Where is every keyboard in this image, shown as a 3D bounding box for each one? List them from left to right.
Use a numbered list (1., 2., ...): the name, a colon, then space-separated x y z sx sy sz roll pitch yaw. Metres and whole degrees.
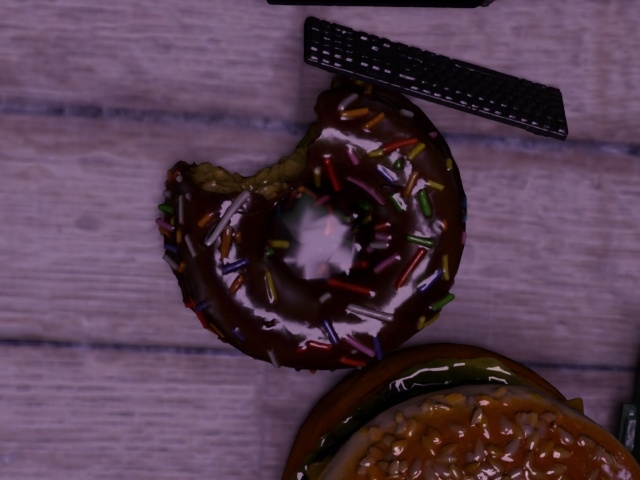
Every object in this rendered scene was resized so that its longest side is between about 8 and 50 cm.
1. keyboard: 0.085 -0.120 1.311 0.204 0.061 0.013 16 126 -11

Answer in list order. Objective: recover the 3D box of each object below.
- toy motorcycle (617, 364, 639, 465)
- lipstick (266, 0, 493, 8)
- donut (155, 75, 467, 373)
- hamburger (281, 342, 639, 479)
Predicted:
1. toy motorcycle: 0.401 0.173 1.346 0.326 0.200 0.191 4 100 -7
2. lipstick: 0.166 -0.209 1.296 0.418 0.077 0.077 -2 102 -8
3. donut: 0.001 -0.001 1.304 0.230 0.096 0.216 -19 103 -4
4. hamburger: 0.103 0.220 1.301 0.291 0.225 0.291 -2 105 -8
